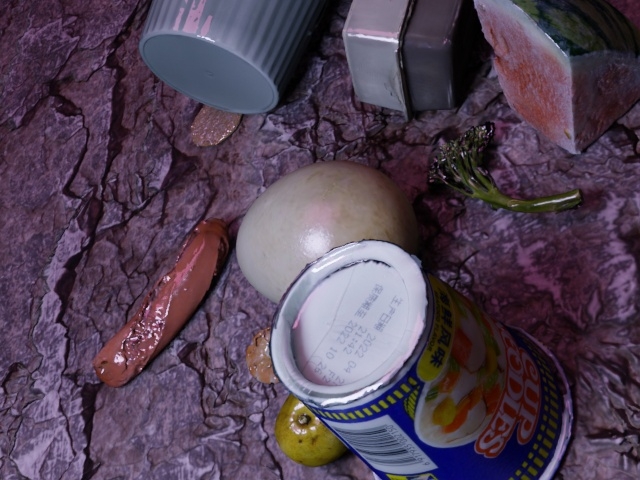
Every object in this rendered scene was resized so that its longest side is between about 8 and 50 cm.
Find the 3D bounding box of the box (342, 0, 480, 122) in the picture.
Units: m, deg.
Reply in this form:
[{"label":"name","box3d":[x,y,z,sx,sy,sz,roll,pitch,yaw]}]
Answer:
[{"label":"box","box3d":[0.152,-0.347,1.477,0.166,0.220,0.290,11,66,17]}]

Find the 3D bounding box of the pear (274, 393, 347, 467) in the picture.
[{"label":"pear","box3d":[-0.008,0.242,1.256,0.107,0.131,0.107,-8,66,18]}]

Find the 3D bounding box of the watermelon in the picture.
[{"label":"watermelon","box3d":[0.314,-0.251,1.325,0.213,0.262,0.201,49,122,41]}]

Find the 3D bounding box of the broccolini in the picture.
[{"label":"broccolini","box3d":[0.265,-0.099,1.335,0.272,0.062,0.123,21,90,48]}]

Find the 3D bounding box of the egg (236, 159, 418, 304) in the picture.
[{"label":"egg","box3d":[0.000,0.000,1.354,0.296,0.218,0.218,-7,57,45]}]

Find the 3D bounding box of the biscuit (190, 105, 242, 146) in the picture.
[{"label":"biscuit","box3d":[-0.193,-0.223,1.785,0.120,0.015,0.120,-19,50,24]}]

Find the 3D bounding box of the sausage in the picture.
[{"label":"sausage","box3d":[-0.249,0.104,1.561,0.087,0.079,0.326,36,86,30]}]

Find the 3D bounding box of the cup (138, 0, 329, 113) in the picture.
[{"label":"cup","box3d":[-0.129,-0.442,1.736,0.310,0.401,0.392,18,73,7]}]

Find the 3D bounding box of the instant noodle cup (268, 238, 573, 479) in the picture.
[{"label":"instant noodle cup","box3d":[0.103,0.156,1.104,0.284,0.312,0.284,-19,51,25]}]

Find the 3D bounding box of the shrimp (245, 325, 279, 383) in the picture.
[{"label":"shrimp","box3d":[-0.035,0.155,1.401,0.184,0.043,0.091,-24,56,29]}]
